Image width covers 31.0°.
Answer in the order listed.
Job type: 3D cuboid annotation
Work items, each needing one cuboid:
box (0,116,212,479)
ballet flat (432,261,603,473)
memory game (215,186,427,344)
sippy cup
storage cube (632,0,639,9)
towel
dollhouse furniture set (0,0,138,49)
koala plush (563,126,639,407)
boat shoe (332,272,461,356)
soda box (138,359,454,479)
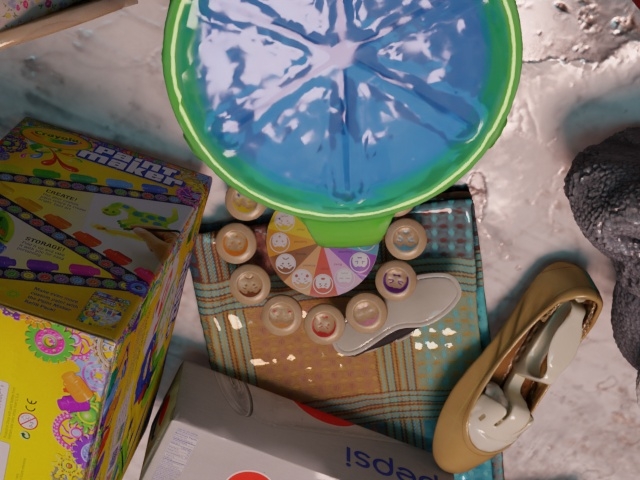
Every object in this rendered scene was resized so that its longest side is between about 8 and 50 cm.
[{"bbox_3d":[-0.230,0.100,0.933,0.177,0.279,0.289,18,117,1],"label":"box"},{"bbox_3d":[0.178,0.126,1.049,0.080,0.073,0.232,23,102,-24],"label":"ballet flat"},{"bbox_3d":[0.000,0.000,1.003,0.186,0.012,0.186,0,96,4],"label":"memory game"},{"bbox_3d":[0.013,-0.166,0.830,0.240,0.224,0.305,29,115,-16],"label":"sippy cup"},{"bbox_3d":[0.267,-0.282,0.786,0.184,0.193,0.215,-22,118,11],"label":"storage cube"},{"bbox_3d":[0.032,0.136,1.105,0.272,0.040,0.370,-8,119,3],"label":"towel"},{"bbox_3d":[-0.179,-0.168,0.721,0.174,0.356,0.303,6,119,47],"label":"dollhouse furniture set"},{"bbox_3d":[0.302,0.030,0.975,0.203,0.196,0.221,4,120,10],"label":"koala plush"},{"bbox_3d":[0.070,0.067,1.029,0.125,0.038,0.046,-32,77,10],"label":"boat shoe"},{"bbox_3d":[-0.017,0.217,1.072,0.286,0.098,0.091,22,116,-10],"label":"soda box"}]
